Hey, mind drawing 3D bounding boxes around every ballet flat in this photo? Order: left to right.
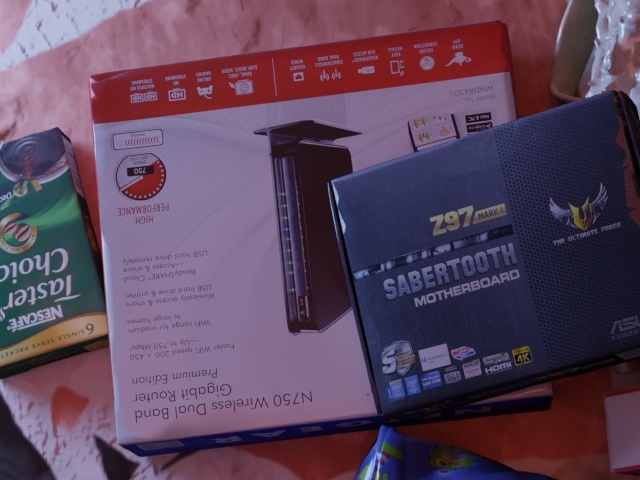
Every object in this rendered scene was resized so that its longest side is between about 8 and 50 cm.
[{"bbox_3d":[0.239,-0.089,1.445,0.147,0.147,0.408,9,75,8],"label":"ballet flat"}]

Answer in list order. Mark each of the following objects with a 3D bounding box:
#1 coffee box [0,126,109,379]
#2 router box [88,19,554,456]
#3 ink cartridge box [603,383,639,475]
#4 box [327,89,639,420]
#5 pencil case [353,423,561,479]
[{"bbox_3d":[-0.237,0.010,1.497,0.113,0.040,0.184,-16,75,2],"label":"coffee box"},{"bbox_3d":[0.000,0.000,1.454,0.336,0.082,0.301,-8,76,4],"label":"router box"},{"bbox_3d":[0.294,0.135,1.342,0.109,0.150,0.063,-18,70,40],"label":"ink cartridge box"},{"bbox_3d":[0.135,0.013,1.334,0.233,0.059,0.183,-16,74,19],"label":"box"},{"bbox_3d":[0.167,0.221,1.359,0.306,0.133,0.119,11,81,9],"label":"pencil case"}]
